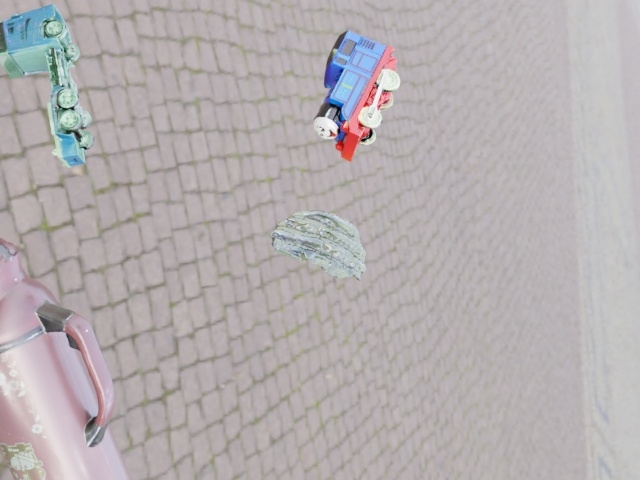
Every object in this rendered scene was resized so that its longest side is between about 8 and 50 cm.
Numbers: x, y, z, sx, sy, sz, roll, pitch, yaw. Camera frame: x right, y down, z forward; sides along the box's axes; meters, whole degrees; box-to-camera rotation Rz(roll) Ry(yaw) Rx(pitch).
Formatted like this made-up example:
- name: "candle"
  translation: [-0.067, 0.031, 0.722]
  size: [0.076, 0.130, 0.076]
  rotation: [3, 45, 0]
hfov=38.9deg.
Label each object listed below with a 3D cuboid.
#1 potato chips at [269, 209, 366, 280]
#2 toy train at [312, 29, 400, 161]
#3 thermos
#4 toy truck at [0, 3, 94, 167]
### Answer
- name: "potato chips"
  translation: [-0.001, 0.000, 1.248]
  size: [0.207, 0.028, 0.092]
  rotation: [20, 64, -47]
- name: "toy train"
  translation: [0.056, -0.245, 1.532]
  size: [0.082, 0.131, 0.204]
  rotation: [110, 4, -61]
- name: "thermos"
  translation: [-0.281, 0.147, 0.901]
  size: [0.109, 0.136, 0.330]
  rotation: [-29, 113, -32]
- name: "toy truck"
  translation: [-0.296, -0.160, 0.970]
  size: [0.067, 0.081, 0.175]
  rotation: [86, -9, -74]
